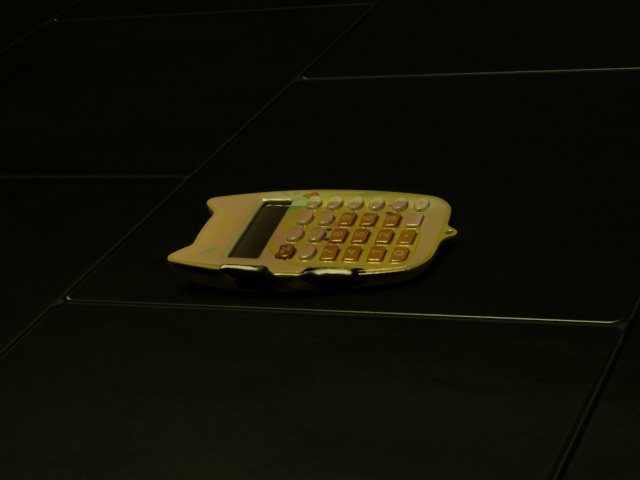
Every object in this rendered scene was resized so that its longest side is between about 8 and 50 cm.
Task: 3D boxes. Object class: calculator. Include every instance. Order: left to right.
[{"bbox_3d":[0.000,0.000,1.308,0.236,0.033,0.157,-1,26,18],"label":"calculator"}]
